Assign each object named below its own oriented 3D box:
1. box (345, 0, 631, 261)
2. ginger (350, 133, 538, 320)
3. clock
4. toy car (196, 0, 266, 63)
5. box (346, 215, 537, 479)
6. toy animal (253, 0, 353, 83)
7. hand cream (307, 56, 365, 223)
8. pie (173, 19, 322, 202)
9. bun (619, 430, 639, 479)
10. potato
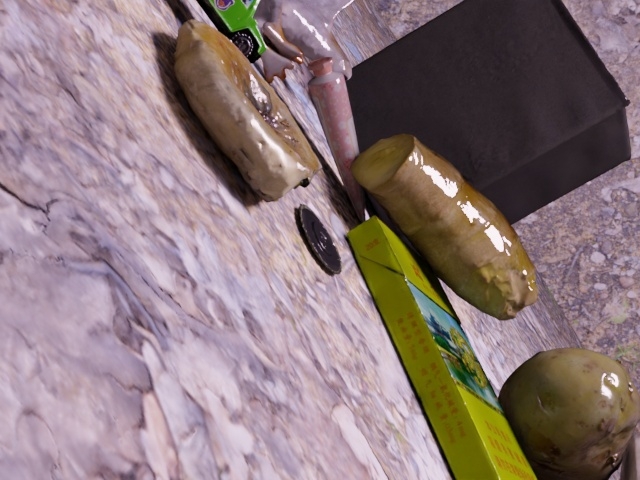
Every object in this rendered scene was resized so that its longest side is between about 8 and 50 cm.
[{"bbox_3d":[0.211,-0.157,1.465,0.251,0.345,0.204,64,8,23],"label":"box"},{"bbox_3d":[0.152,-0.016,1.267,0.263,0.109,0.116,44,59,-17],"label":"ginger"},{"bbox_3d":[0.000,0.000,1.060,0.074,0.010,0.083,53,15,-26],"label":"clock"},{"bbox_3d":[-0.104,-0.250,1.070,0.165,0.062,0.071,54,-6,-18],"label":"toy car"},{"bbox_3d":[0.139,0.144,1.178,0.187,0.047,0.335,37,25,-56],"label":"box"},{"bbox_3d":[-0.065,-0.332,1.313,0.284,0.225,0.302,29,39,-28],"label":"toy animal"},{"bbox_3d":[0.028,-0.112,1.279,0.067,0.043,0.209,-93,167,-67],"label":"hand cream"},{"bbox_3d":[-0.070,-0.118,0.982,0.185,0.052,0.218,52,12,-6],"label":"pie"},{"bbox_3d":[0.441,0.364,1.289,0.263,0.175,0.263,6,90,-77],"label":"bun"},{"bbox_3d":[0.289,0.218,1.295,0.262,0.165,0.165,86,-18,-63],"label":"potato"}]
